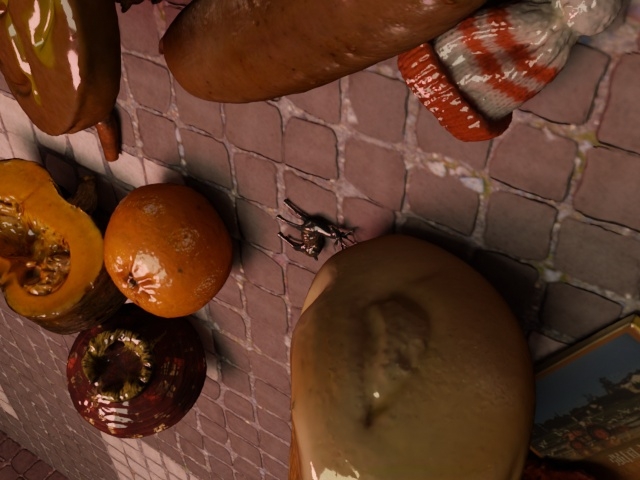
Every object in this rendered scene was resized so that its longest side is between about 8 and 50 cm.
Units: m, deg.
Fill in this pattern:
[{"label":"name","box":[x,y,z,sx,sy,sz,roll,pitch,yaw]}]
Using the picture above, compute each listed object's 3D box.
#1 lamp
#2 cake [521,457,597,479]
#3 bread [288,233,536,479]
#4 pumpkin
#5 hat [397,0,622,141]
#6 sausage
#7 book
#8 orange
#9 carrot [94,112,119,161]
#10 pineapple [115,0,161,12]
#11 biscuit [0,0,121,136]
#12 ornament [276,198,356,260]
[{"label":"lamp","box":[-0.318,0.221,1.189,0.247,0.247,0.247,24,138,23]},{"label":"cake","box":[0.252,0.378,0.850,0.151,0.177,0.283,53,153,-21]},{"label":"bread","box":[0.087,0.207,0.771,0.253,0.348,0.376,2,131,1]},{"label":"pumpkin","box":[-0.415,0.012,1.124,0.325,0.242,0.232,40,173,23]},{"label":"hat","box":[0.154,-0.154,0.538,0.112,0.093,0.162,42,138,-21]},{"label":"sausage","box":[-0.003,-0.193,0.563,0.136,0.123,0.501,27,165,-27]},{"label":"book","box":[0.393,0.258,0.764,0.374,0.028,0.262,41,142,2]},{"label":"orange","box":[-0.214,0.017,0.962,0.193,0.161,0.193,28,141,26]},{"label":"carrot","box":[-0.303,-0.151,0.986,0.032,0.032,0.093,29,145,17]},{"label":"pineapple","box":[-0.236,-0.305,0.707,0.279,0.158,0.158,11,133,48]},{"label":"biscuit","box":[-0.307,-0.278,0.619,0.350,0.070,0.394,-18,100,58]},{"label":"ornament","box":[0.000,0.000,0.866,0.125,0.028,0.073,24,138,26]}]
